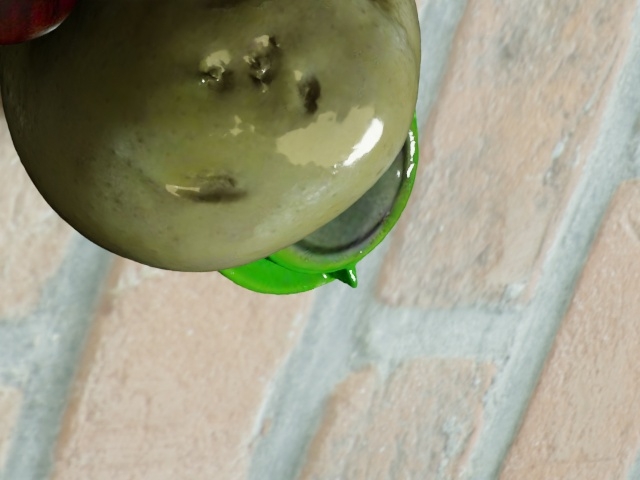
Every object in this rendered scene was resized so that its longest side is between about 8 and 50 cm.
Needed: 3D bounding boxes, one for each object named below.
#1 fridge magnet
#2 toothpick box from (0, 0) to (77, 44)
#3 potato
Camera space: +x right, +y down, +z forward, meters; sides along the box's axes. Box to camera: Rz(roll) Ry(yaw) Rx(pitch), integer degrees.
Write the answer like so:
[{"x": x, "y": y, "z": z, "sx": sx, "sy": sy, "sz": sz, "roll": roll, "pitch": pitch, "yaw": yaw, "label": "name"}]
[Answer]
[{"x": -0.009, "y": -0.058, "z": 1.275, "sx": 0.208, "sy": 0.088, "sz": 0.208, "roll": -14, "pitch": 114, "yaw": -35, "label": "fridge magnet"}, {"x": -0.253, "y": -0.148, "z": 0.877, "sx": 0.294, "sy": 0.192, "sz": 0.192, "roll": -26, "pitch": 139, "yaw": 15, "label": "toothpick box"}, {"x": -0.069, "y": -0.115, "z": 1.025, "sx": 0.221, "sy": 0.326, "sz": 0.243, "roll": 19, "pitch": 106, "yaw": -19, "label": "potato"}]
